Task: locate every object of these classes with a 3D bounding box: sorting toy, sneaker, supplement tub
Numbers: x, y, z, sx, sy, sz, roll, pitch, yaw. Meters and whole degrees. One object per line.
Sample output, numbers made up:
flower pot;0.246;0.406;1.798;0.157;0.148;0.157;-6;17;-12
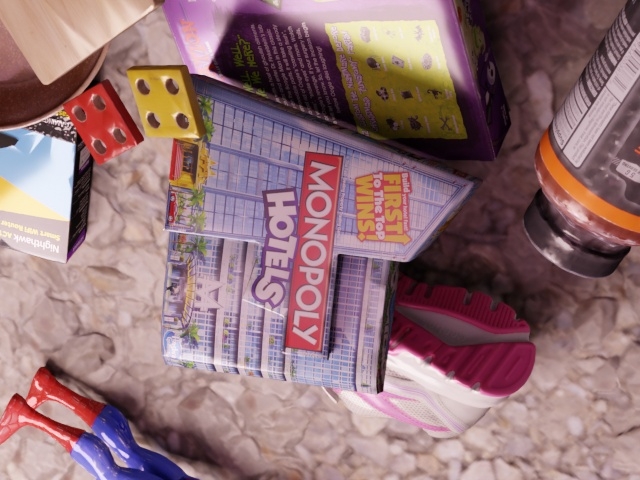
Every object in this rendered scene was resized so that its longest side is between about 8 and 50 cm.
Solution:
sorting toy;-0.156;-0.177;1.164;0.132;0.046;0.275;-27;98;47
sneaker;0.019;0.060;1.286;0.252;0.103;0.111;33;138;13
supplement tub;0.202;-0.070;1.153;0.106;0.106;0.198;30;123;2

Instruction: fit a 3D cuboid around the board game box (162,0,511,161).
board game box;-0.019;-0.197;1.138;0.208;0.056;0.347;-1;130;23

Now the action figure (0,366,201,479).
action figure;-0.125;0.225;1.432;0.280;0.091;0.139;27;116;5

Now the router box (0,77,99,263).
router box;-0.253;-0.070;1.345;0.178;0.046;0.133;15;120;11

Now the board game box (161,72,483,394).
board game box;0.000;0.000;1.184;0.194;0.060;0.194;7;96;11

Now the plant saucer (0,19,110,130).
plant saucer;-0.225;-0.173;1.251;0.198;0.036;0.199;4;108;13
